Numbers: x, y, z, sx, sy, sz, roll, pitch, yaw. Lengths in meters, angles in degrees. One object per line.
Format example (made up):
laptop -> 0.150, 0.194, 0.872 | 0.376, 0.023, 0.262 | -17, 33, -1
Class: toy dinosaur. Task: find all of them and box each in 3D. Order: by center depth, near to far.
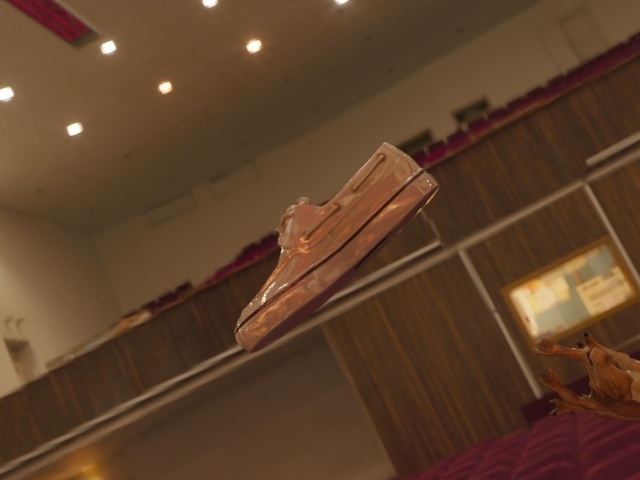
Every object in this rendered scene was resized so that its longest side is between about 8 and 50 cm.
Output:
toy dinosaur -> 0.182, 0.088, 0.590 | 0.183, 0.053, 0.093 | 13, 1, -43

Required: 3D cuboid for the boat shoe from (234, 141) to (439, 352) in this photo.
boat shoe -> 0.000, 0.000, 0.394 | 0.100, 0.035, 0.035 | -43, -10, -12
